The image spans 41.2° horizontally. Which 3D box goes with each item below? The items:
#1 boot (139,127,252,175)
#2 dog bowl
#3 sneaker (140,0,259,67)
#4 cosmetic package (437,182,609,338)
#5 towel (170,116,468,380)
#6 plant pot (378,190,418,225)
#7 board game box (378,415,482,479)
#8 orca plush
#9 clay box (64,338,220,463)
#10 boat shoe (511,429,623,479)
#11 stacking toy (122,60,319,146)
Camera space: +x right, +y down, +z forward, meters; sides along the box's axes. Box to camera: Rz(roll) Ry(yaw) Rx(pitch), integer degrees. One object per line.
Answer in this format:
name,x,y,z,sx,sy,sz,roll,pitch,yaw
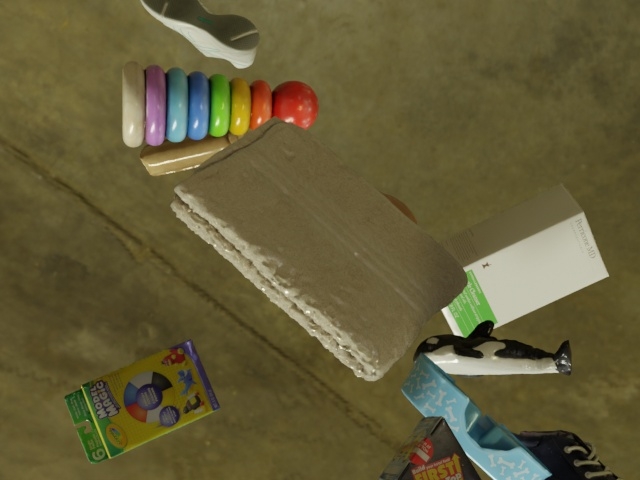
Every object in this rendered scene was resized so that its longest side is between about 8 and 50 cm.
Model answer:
boot,-0.221,-0.180,1.647,0.269,0.236,0.089,-11,89,10
dog bowl,0.258,0.318,1.447,0.297,0.166,0.074,42,91,0
sneaker,-0.138,-0.237,0.946,0.152,0.054,0.061,32,160,7
cosmetic package,0.428,0.051,1.915,0.365,0.155,0.197,-27,117,10
towel,0.000,0.000,0.868,0.282,0.187,0.049,42,139,9
plant pot,0.098,0.011,1.864,0.290,0.203,0.291,6,106,22
board game box,0.076,0.249,0.674,0.194,0.194,0.060,-15,170,-15
orca plush,0.319,0.190,1.590,0.287,0.102,0.151,-7,154,29
clay box,-0.291,0.263,1.390,0.222,0.127,0.053,-22,173,-20
boat shoe,0.475,0.423,1.498,0.340,0.158,0.127,-2,174,37
stacking toy,-0.165,-0.223,1.437,0.330,0.141,0.141,0,136,-13
